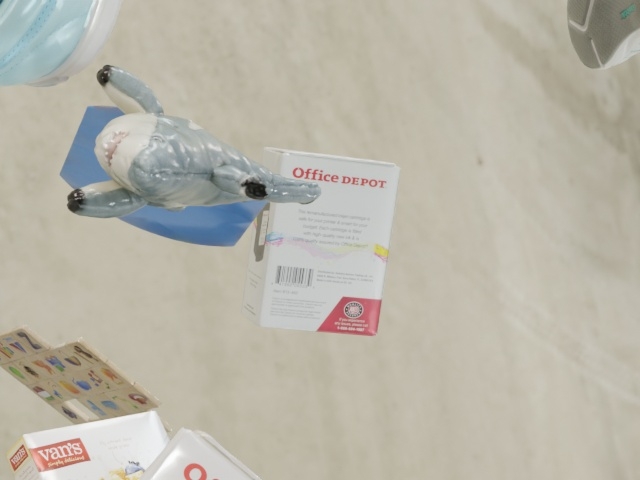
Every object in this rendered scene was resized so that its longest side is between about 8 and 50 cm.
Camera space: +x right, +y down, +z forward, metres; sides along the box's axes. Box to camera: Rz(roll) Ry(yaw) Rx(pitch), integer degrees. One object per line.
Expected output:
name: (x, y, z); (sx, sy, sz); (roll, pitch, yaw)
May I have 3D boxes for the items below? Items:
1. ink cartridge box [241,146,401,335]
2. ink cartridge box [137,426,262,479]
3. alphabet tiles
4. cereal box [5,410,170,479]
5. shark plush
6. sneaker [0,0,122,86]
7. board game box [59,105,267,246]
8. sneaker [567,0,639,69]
ink cartridge box: (0.000, 0.000, 1.550); (0.072, 0.127, 0.175); (-155, -108, -70)
ink cartridge box: (-0.118, 0.311, 1.183); (0.197, 0.114, 0.273); (40, 66, 2)
alphabet tiles: (-0.276, 0.162, 1.763); (0.198, 0.237, 0.009); (42, 61, -18)
cereal box: (-0.188, 0.289, 1.525); (0.173, 0.047, 0.240); (-5, 59, -47)
shark plush: (-0.057, -0.026, 0.771); (0.161, 0.067, 0.073); (30, 78, -52)
sneaker: (-0.169, -0.263, 0.931); (0.150, 0.135, 0.365); (-31, 132, -67)
board game box: (-0.101, -0.052, 1.053); (0.133, 0.168, 0.033); (23, 64, -9)
sneaker: (0.192, -0.134, 0.890); (0.152, 0.061, 0.053); (164, -88, -71)
